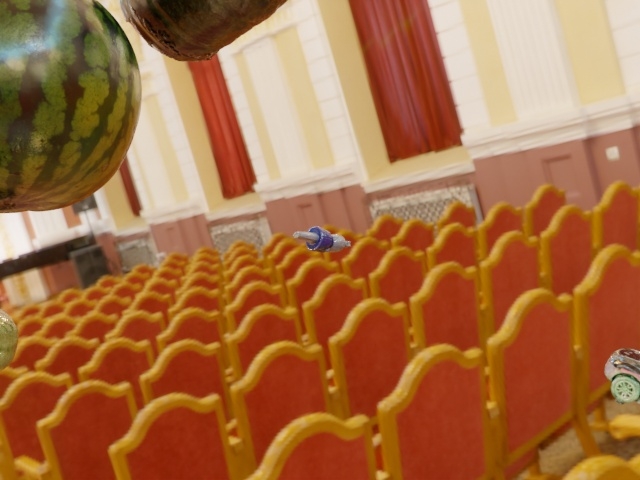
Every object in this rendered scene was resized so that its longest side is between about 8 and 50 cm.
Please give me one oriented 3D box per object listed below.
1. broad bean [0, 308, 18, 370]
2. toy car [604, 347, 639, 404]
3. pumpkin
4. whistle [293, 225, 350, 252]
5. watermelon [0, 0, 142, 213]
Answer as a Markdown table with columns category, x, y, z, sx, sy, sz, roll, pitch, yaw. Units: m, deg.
| category | x | y | z | sx | sy | sz | roll | pitch | yaw |
| --- | --- | --- | --- | --- | --- | --- | --- | --- | --- |
| broad bean | -0.458 | 0.123 | 1.015 | 0.124 | 0.082 | 0.174 | 21 | -8 | -33 |
| toy car | 0.318 | 0.140 | 0.676 | 0.142 | 0.055 | 0.069 | 33 | 20 | 29 |
| pumpkin | -0.150 | -0.397 | 1.114 | 0.320 | 0.192 | 0.320 | -34 | 28 | 21 |
| whistle | 0.000 | 0.000 | 0.907 | 0.033 | 0.029 | 0.083 | -10 | -17 | 43 |
| watermelon | -0.349 | -0.168 | 0.901 | 0.285 | 0.285 | 0.285 | -16 | 7 | 2 |
